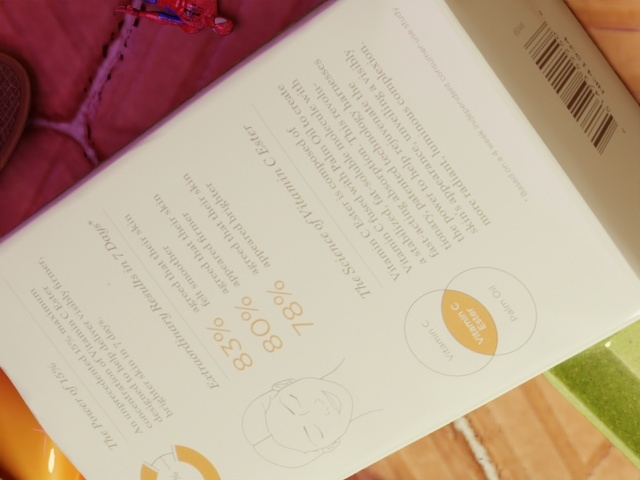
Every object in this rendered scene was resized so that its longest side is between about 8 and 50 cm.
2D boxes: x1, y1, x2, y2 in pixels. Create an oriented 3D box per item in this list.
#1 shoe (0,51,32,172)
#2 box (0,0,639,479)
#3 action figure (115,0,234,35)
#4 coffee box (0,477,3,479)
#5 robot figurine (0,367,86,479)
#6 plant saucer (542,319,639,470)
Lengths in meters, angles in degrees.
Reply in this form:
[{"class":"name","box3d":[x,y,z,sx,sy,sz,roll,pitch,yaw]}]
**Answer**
[{"class":"shoe","box3d":[-0.260,-0.028,1.028,0.076,0.058,0.219,38,83,-13]},{"class":"box","box3d":[0.000,0.000,0.917,0.345,0.168,0.215,-32,98,28]},{"class":"action figure","box3d":[-0.102,-0.151,0.974,0.115,0.030,0.038,28,113,6]},{"class":"coffee box","box3d":[-0.242,0.223,1.035,0.168,0.118,0.297,8,158,17]},{"class":"robot figurine","box3d":[-0.207,0.108,1.064,0.219,0.158,0.128,13,73,15]},{"class":"plant saucer","box3d":[0.252,0.071,0.921,0.188,0.045,0.188,45,119,-1]}]
